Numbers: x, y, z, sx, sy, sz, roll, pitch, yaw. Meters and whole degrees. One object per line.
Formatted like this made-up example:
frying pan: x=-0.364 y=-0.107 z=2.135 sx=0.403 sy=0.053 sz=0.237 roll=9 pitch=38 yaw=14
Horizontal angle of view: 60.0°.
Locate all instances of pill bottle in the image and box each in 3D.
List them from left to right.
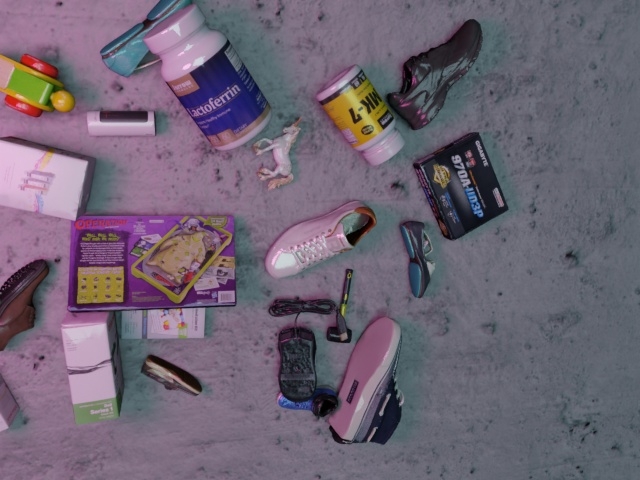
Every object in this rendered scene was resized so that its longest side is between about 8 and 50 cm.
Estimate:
pill bottle: x=-0.225 y=-0.327 z=1.126 sx=0.153 sy=0.153 sz=0.265 roll=-37 pitch=122 yaw=-4
pill bottle: x=0.096 y=-0.281 z=1.263 sx=0.119 sy=0.119 sz=0.208 roll=-41 pitch=108 yaw=-3

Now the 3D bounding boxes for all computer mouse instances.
computer mouse: x=-0.021 y=0.263 z=1.372 sx=0.184 sy=0.060 sz=0.262 roll=-7 pitch=94 yaw=3

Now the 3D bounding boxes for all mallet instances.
mallet: x=0.049 y=0.166 z=1.392 sx=0.062 sy=0.039 sz=0.190 roll=0 pitch=97 yaw=-12

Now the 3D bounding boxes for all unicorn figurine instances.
unicorn figurine: x=-0.095 y=-0.202 z=1.269 sx=0.111 sy=0.060 sz=0.162 roll=-12 pitch=120 yaw=-12

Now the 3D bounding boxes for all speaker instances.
speaker: x=-0.420 y=-0.248 z=1.175 sx=0.136 sy=0.055 sz=0.055 roll=-2 pitch=102 yaw=-13

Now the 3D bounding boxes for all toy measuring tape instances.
toy measuring tape: x=-0.626 y=-0.331 z=1.101 sx=0.330 sy=0.121 sz=0.121 roll=25 pitch=95 yaw=5

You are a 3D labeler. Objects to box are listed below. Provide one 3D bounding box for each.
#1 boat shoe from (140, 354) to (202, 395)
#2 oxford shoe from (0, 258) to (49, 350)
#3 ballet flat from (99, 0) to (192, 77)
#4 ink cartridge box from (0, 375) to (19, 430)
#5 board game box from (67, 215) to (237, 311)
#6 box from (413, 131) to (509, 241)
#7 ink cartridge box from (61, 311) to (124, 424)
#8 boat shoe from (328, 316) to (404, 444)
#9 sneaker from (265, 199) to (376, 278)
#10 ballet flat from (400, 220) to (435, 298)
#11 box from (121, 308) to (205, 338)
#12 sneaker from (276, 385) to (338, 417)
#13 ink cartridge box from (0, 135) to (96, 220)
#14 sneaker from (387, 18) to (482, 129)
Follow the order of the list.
boat shoe: x=-0.353 y=0.329 z=1.317 sx=0.152 sy=0.056 sz=0.049 roll=35 pitch=97 yaw=-8
oxford shoe: x=-0.650 y=0.140 z=1.197 sx=0.096 sy=0.083 sz=0.227 roll=37 pitch=91 yaw=-37
ballet flat: x=-0.340 y=-0.431 z=1.153 sx=0.247 sy=0.083 sz=0.087 roll=-42 pitch=132 yaw=-2
ink cartridge box: x=-0.718 y=0.348 z=1.207 sx=0.052 sy=0.088 sz=0.122 roll=-23 pitch=106 yaw=-9
board game box: x=-0.361 y=0.048 z=1.213 sx=0.346 sy=0.056 sz=0.208 roll=0 pitch=79 yaw=-13
box: x=0.354 y=-0.135 z=1.392 sx=0.175 sy=0.051 sz=0.220 roll=-28 pitch=106 yaw=-7
ink cartridge box: x=-0.491 y=0.258 z=1.208 sx=0.092 sy=0.160 sz=0.219 roll=-5 pitch=103 yaw=-14
boat shoe: x=0.155 y=0.367 z=1.427 sx=0.158 sy=0.127 sz=0.340 roll=21 pitch=98 yaw=-31
sneaker: x=0.000 y=0.000 z=1.297 sx=0.290 sy=0.123 sz=0.106 roll=-34 pitch=109 yaw=-4
ballet flat: x=0.254 y=0.046 z=1.398 sx=0.074 sy=0.074 sz=0.203 roll=-15 pitch=103 yaw=-11
box: x=-0.361 y=0.154 z=1.283 sx=0.186 sy=0.038 sz=0.145 roll=2 pitch=101 yaw=-16
sneaker: x=-0.030 y=0.407 z=1.393 sx=0.152 sy=0.084 sz=0.058 roll=1 pitch=102 yaw=-14
ink cartridge box: x=-0.563 y=-0.126 z=1.126 sx=0.176 sy=0.128 sz=0.127 roll=14 pitch=98 yaw=-17
sneaker: x=0.267 y=-0.403 z=1.291 sx=0.130 sy=0.109 sz=0.286 roll=34 pitch=90 yaw=-12
